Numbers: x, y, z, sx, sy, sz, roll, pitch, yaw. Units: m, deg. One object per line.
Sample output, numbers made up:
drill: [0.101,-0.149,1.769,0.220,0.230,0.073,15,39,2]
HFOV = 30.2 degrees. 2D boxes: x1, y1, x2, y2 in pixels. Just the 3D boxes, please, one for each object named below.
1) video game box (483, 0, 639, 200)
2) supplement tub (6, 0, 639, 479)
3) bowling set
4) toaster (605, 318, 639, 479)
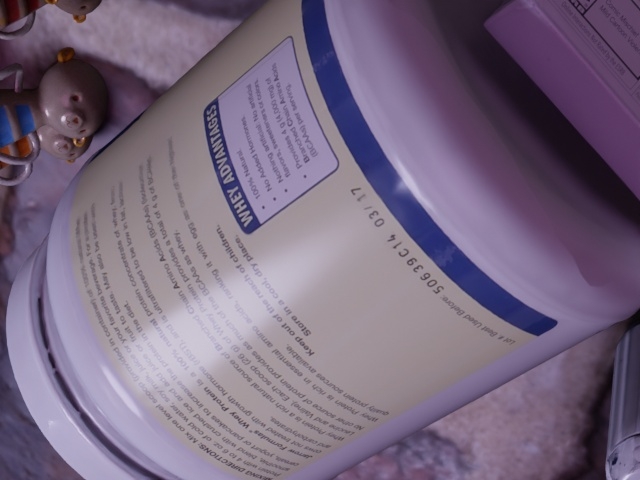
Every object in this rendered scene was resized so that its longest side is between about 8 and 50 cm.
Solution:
video game box: [0.204,-0.091,0.562,0.205,0.187,0.048,47,160,-9]
supplement tub: [0.000,0.000,0.655,0.325,0.235,0.235,-35,103,33]
bowling set: [-0.177,-0.110,0.666,0.154,0.200,0.287,-17,133,-15]
toaster: [0.242,0.141,0.700,0.129,0.146,0.226,-11,114,24]
